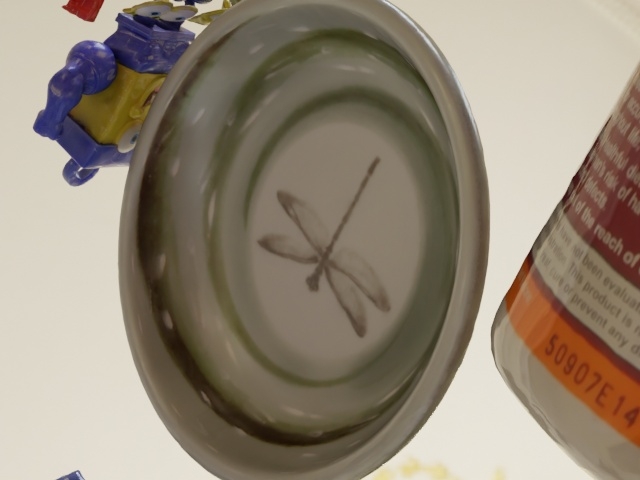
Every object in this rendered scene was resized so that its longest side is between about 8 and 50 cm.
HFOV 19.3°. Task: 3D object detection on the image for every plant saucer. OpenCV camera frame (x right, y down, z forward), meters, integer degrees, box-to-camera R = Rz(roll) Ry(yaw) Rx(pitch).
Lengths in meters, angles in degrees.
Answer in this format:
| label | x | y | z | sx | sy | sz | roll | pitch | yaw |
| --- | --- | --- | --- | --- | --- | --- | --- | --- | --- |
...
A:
| label | x | y | z | sx | sy | sz | roll | pitch | yaw |
| --- | --- | --- | --- | --- | --- | --- | --- | --- | --- |
| plant saucer | 0.000 | 0.000 | 1.478 | 0.100 | 0.400 | 0.401 | 5 | -96 | -45 |

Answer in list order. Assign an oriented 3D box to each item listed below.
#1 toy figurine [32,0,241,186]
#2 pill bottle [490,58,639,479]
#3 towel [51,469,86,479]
| label | x | y | z | sx | sy | sz | roll | pitch | yaw |
| --- | --- | --- | --- | --- | --- | --- | --- | --- | --- |
| toy figurine | -0.169 | -0.151 | 1.639 | 0.362 | 0.191 | 0.217 | -7 | -51 | -63 |
| pill bottle | 0.255 | -0.066 | 0.782 | 0.224 | 0.224 | 0.392 | 11 | -66 | -42 |
| towel | -0.287 | 0.361 | 1.552 | 0.336 | 0.040 | 0.243 | -26 | -112 | -25 |
